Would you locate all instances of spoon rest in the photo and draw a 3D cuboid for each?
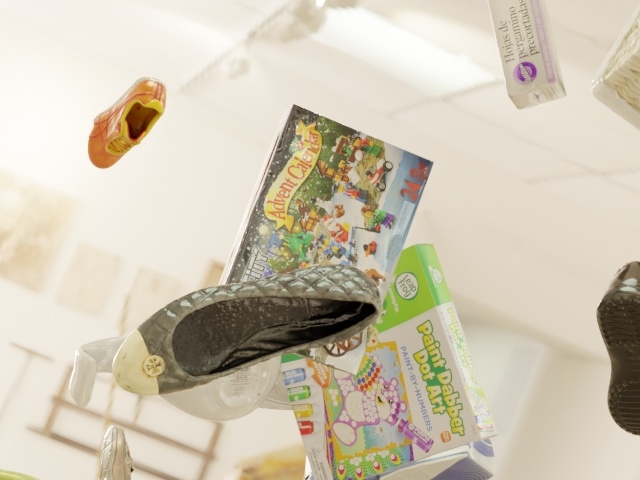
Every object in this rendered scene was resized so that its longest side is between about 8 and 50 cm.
[{"bbox_3d":[-0.158,0.139,1.467,0.276,0.137,0.084,4,17,-40],"label":"spoon rest"}]

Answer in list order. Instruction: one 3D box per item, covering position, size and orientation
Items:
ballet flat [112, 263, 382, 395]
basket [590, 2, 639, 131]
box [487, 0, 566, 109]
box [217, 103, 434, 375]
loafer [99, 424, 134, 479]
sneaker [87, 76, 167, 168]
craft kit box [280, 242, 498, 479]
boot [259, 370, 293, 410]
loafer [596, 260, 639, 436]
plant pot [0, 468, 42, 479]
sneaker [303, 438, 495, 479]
[{"bbox_3d":[-0.045,0.053,0.818,0.173,0.057,0.049,-19,13,-10],"label":"ballet flat"},{"bbox_3d":[0.583,-0.260,1.682,0.331,0.328,0.266,35,-22,1],"label":"basket"},{"bbox_3d":[0.228,-0.322,1.593,0.063,0.324,0.067,-14,-14,18],"label":"box"},{"bbox_3d":[0.000,0.000,1.338,0.159,0.233,0.044,21,-5,-14],"label":"box"},{"bbox_3d":[-0.235,0.276,1.548,0.039,0.125,0.045,17,-42,-23],"label":"loafer"},{"bbox_3d":[-0.262,-0.145,1.745,0.064,0.067,0.175,23,-44,-23],"label":"sneaker"},{"bbox_3d":[0.069,0.162,1.651,0.246,0.250,0.061,-25,-14,27],"label":"craft kit box"},{"bbox_3d":[-0.013,0.172,1.797,0.258,0.095,0.123,14,-48,4],"label":"boot"},{"bbox_3d":[0.317,0.106,1.268,0.080,0.078,0.220,5,-44,24],"label":"loafer"},{"bbox_3d":[-0.255,0.323,0.871,0.276,0.276,0.254,23,9,-5],"label":"plant pot"},{"bbox_3d":[0.097,0.303,2.016,0.315,0.182,0.127,-18,-38,22],"label":"sneaker"}]
